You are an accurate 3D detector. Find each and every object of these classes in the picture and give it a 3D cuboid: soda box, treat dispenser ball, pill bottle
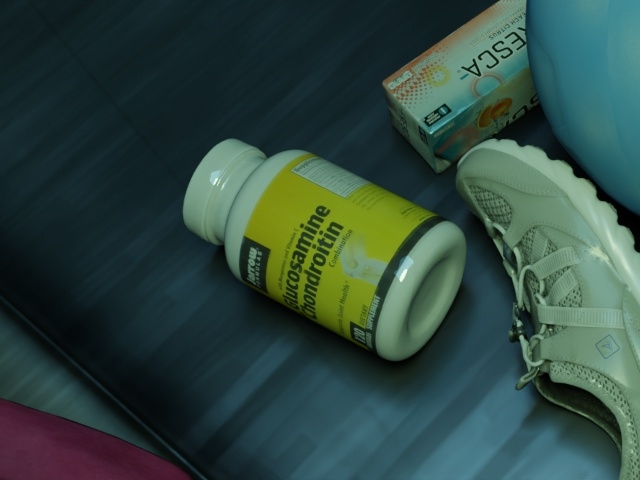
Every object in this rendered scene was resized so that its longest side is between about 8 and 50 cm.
[{"bbox_3d":[0.137,-0.131,1.198,0.183,0.058,0.063,-35,61,-8],"label":"soda box"},{"bbox_3d":[0.274,-0.141,1.044,0.288,0.288,0.288,-5,60,9],"label":"treat dispenser ball"},{"bbox_3d":[0.000,0.000,1.125,0.184,0.103,0.103,27,69,24],"label":"pill bottle"}]

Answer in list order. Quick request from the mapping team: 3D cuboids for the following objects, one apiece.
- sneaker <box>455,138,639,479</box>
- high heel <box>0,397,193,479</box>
[{"bbox_3d":[0.161,0.046,1.068,0.115,0.105,0.281,-35,58,-4],"label":"sneaker"},{"bbox_3d":[-0.267,0.128,1.131,0.181,0.127,0.377,-27,50,-38],"label":"high heel"}]
